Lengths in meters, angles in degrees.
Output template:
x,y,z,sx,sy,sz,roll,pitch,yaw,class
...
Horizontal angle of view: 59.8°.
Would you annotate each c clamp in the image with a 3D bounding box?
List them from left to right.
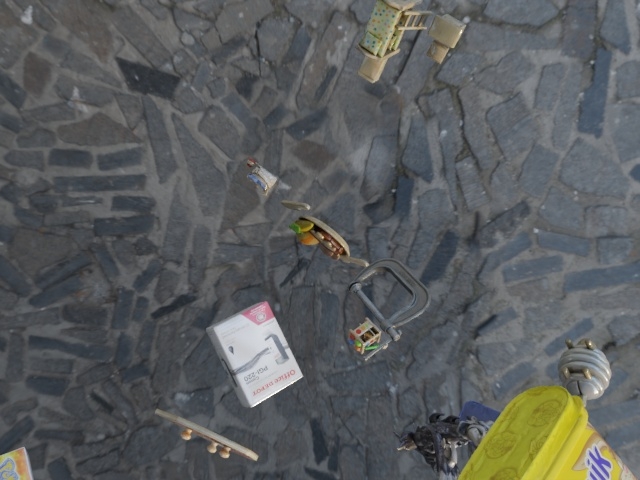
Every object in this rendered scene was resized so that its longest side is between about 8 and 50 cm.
x,y,z,sx,sy,sz,roll,pitch,yaw,class
0.093,0.091,0.853,0.137,0.160,0.022,-29,130,-2,c clamp

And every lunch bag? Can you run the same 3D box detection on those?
x,y,z,sx,sy,sz,roll,pitch,yaw,class
0.286,0.336,0.986,0.098,0.065,0.067,19,58,31,lunch bag

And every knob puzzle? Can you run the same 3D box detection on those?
x,y,z,sx,sy,sz,roll,pitch,yaw,class
-0.198,0.375,1.027,0.213,0.213,0.030,26,65,-1,knob puzzle

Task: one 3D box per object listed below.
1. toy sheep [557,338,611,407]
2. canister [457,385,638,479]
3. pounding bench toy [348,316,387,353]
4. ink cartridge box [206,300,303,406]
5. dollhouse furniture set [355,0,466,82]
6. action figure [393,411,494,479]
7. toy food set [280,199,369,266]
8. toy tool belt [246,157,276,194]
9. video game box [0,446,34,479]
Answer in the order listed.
x,y,z,sx,sy,sz,roll,pitch,yaw,class
0.442,0.221,0.936,0.091,0.091,0.132,33,54,-1,toy sheep
0.208,0.223,0.449,0.170,0.073,0.126,49,62,-3,canister
0.114,0.244,1.351,0.065,0.052,0.083,-32,59,-24,pounding bench toy
-0.166,0.284,1.397,0.159,0.092,0.217,-26,91,-25,ink cartridge box
0.155,-0.351,1.053,0.161,0.101,0.181,35,132,12,dollhouse furniture set
0.226,0.328,0.832,0.164,0.276,0.140,5,71,-35,action figure
0.000,0.000,1.080,0.192,0.132,0.038,43,77,-23,toy food set
-0.145,-0.146,1.279,0.083,0.052,0.051,37,96,1,toy tool belt
-0.417,0.374,0.640,0.187,0.048,0.205,-13,63,-31,video game box
